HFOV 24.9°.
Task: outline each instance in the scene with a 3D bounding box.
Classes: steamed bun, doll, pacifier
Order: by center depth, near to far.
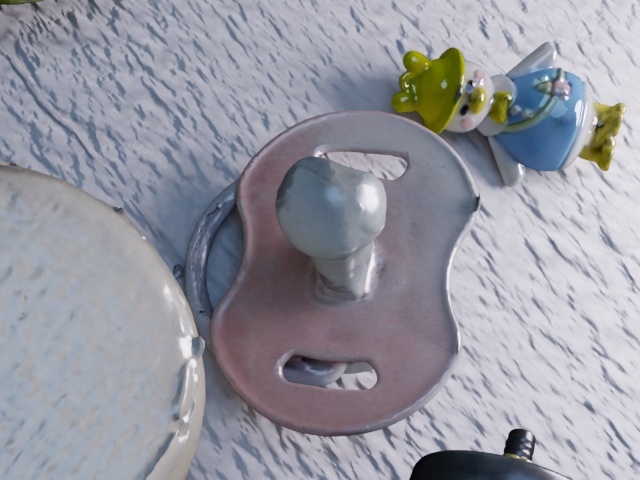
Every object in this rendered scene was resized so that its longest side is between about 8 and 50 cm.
[{"bbox_3d":[-0.288,0.129,1.185,0.374,0.241,0.374,7,68,-17],"label":"steamed bun"},{"bbox_3d":[0.020,0.014,1.331,0.220,0.273,0.332,21,64,-24],"label":"pacifier"},{"bbox_3d":[0.191,-0.136,1.498,0.241,0.135,0.098,13,38,-10],"label":"doll"}]

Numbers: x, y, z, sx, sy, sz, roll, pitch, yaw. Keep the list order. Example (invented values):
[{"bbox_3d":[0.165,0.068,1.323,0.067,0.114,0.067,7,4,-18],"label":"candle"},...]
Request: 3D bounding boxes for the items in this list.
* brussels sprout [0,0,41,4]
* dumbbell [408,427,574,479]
[{"bbox_3d":[-0.315,-0.389,1.376,0.344,0.268,0.344,2,69,-5],"label":"brussels sprout"},{"bbox_3d":[0.132,0.343,1.238,0.185,0.185,0.388,21,65,-5],"label":"dumbbell"}]
